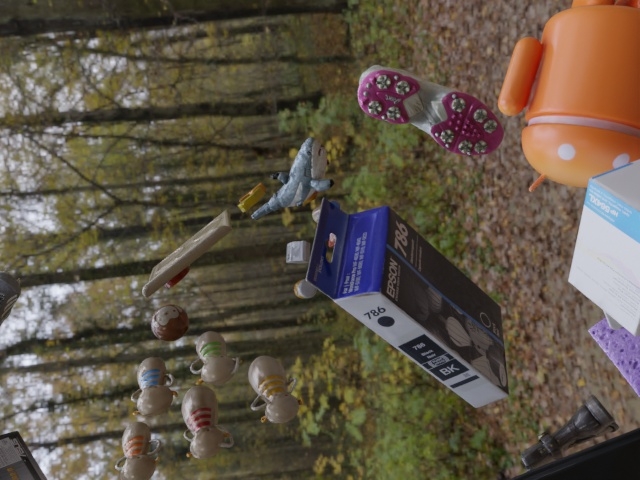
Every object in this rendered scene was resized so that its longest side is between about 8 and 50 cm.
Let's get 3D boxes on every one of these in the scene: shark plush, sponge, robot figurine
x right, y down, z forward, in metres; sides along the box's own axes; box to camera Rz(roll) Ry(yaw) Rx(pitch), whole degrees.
[{"bbox_3d":[-0.048,-0.093,1.007,0.067,0.161,0.073,37,-144,-30],"label":"shark plush"},{"bbox_3d":[0.600,0.210,1.177,0.031,0.117,0.210,40,-162,-39],"label":"sponge"},{"bbox_3d":[0.279,-0.148,0.650,0.128,0.158,0.219,15,94,53],"label":"robot figurine"}]

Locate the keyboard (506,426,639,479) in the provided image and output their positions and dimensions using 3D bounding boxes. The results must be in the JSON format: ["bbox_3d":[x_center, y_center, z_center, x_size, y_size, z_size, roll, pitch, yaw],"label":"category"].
[{"bbox_3d":[0.259,0.333,0.670,0.033,0.317,0.201,24,-138,-82],"label":"keyboard"}]

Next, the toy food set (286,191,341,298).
[{"bbox_3d":[0.000,0.000,1.293,0.104,0.111,0.232,156,118,-70],"label":"toy food set"}]

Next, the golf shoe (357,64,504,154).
[{"bbox_3d":[0.215,-0.264,1.252,0.115,0.307,0.140,-61,16,26],"label":"golf shoe"}]

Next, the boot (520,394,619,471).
[{"bbox_3d":[0.564,0.456,1.492,0.091,0.229,0.263,56,-170,32],"label":"boot"}]

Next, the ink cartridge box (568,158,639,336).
[{"bbox_3d":[0.300,0.009,0.594,0.090,0.092,0.143,52,155,46],"label":"ink cartridge box"}]

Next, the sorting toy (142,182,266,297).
[{"bbox_3d":[-0.227,-0.003,1.328,0.041,0.307,0.229,51,-179,-12],"label":"sorting toy"}]

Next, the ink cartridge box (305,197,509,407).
[{"bbox_3d":[0.129,0.075,0.872,0.333,0.065,0.165,37,-141,-24],"label":"ink cartridge box"}]

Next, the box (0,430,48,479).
[{"bbox_3d":[-0.421,0.418,0.917,0.231,0.056,0.183,42,122,28],"label":"box"}]

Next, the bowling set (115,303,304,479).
[{"bbox_3d":[-0.193,0.205,0.906,0.199,0.287,0.154,64,172,-22],"label":"bowling set"}]

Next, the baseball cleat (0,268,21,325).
[{"bbox_3d":[-0.753,0.157,1.501,0.206,0.072,0.109,124,163,-46],"label":"baseball cleat"}]
